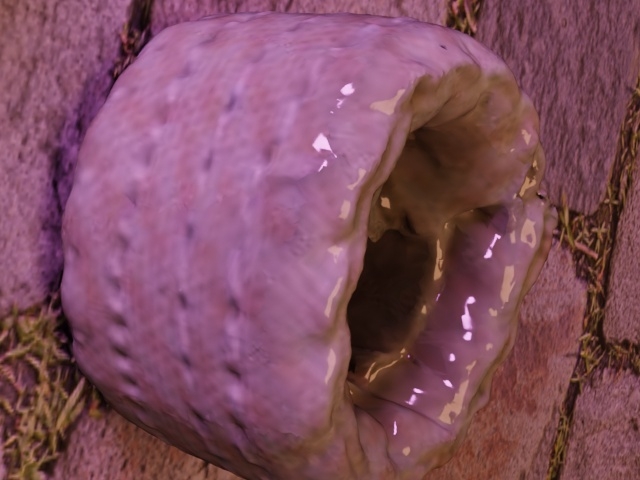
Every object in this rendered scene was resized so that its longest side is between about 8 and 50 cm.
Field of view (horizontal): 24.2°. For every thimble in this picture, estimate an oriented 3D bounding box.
[{"bbox_3d":[0.000,0.000,0.910,0.291,0.195,0.292,-30,127,-49],"label":"thimble"}]
